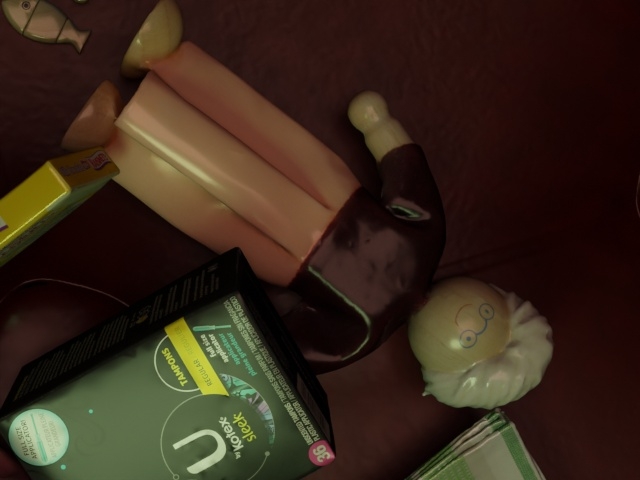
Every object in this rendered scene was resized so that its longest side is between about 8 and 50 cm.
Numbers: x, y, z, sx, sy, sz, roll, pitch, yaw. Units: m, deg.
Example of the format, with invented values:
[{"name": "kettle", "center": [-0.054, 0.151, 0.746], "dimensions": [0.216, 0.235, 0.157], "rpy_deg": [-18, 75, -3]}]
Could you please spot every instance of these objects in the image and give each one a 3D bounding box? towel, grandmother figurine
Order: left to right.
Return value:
[{"name": "grandmother figurine", "center": [0.000, 0.000, 0.927], "dimensions": [0.342, 0.104, 0.208], "rpy_deg": [34, 90, -4]}, {"name": "towel", "center": [0.088, 0.197, 0.947], "dimensions": [0.152, 0.023, 0.113], "rpy_deg": [-37, 115, -10]}]

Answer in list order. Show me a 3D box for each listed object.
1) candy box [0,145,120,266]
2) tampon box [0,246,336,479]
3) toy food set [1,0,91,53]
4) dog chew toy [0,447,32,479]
[{"name": "candy box", "center": [-0.216, 0.017, 0.845], "dimensions": [0.206, 0.105, 0.027], "rpy_deg": [-37, 90, 11]}, {"name": "tampon box", "center": [-0.089, 0.102, 0.851], "dimensions": [0.161, 0.101, 0.120], "rpy_deg": [-29, 103, 5]}, {"name": "toy food set", "center": [-0.204, -0.179, 0.939], "dimensions": [0.122, 0.019, 0.078], "rpy_deg": [18, 83, -9]}, {"name": "dog chew toy", "center": [-0.288, 0.260, 0.807], "dimensions": [0.207, 0.206, 0.331], "rpy_deg": [27, 89, -8]}]
